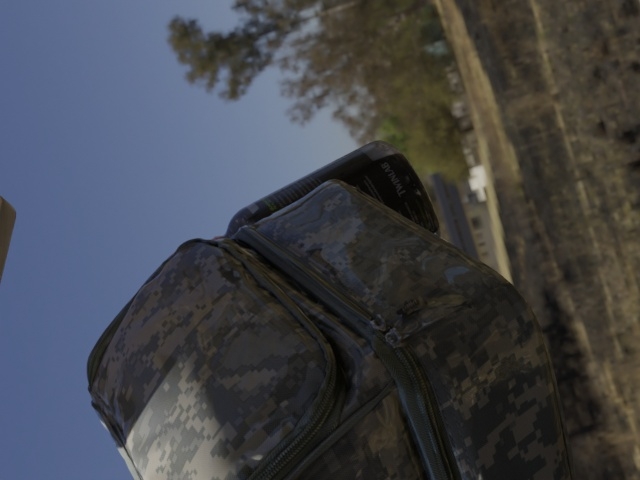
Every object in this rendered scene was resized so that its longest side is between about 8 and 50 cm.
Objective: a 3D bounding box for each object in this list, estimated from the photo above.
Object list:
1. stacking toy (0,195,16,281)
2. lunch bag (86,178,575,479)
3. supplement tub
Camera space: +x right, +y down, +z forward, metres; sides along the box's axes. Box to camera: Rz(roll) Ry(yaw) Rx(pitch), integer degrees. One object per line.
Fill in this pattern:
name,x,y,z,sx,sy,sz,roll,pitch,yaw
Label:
stacking toy,-0.287,0.084,0.470,0.130,0.280,0.308,74,-166,-75
lunch bag,-0.011,0.118,0.747,0.305,0.256,0.212,38,152,56
supplement tub,0.000,0.000,0.956,0.117,0.190,0.117,60,170,17
